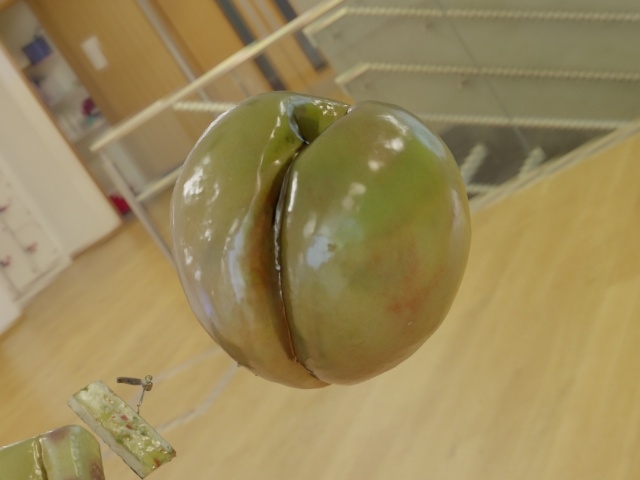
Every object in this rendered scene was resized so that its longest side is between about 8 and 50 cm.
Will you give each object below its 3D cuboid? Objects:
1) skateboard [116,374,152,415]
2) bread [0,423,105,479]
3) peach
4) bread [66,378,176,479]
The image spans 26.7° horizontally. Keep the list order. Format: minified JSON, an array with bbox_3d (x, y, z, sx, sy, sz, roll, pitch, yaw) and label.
[{"bbox_3d":[-0.319,0.262,2.280,0.064,0.032,0.083,7,35,-4],"label":"skateboard"},{"bbox_3d":[-0.313,0.399,1.530,0.187,0.338,0.155,-17,-33,-3],"label":"bread"},{"bbox_3d":[0.001,0.000,1.280,0.292,0.292,0.247,-28,22,27],"label":"peach"},{"bbox_3d":[-0.264,0.248,1.789,0.028,0.154,0.068,-54,-13,31],"label":"bread"}]
